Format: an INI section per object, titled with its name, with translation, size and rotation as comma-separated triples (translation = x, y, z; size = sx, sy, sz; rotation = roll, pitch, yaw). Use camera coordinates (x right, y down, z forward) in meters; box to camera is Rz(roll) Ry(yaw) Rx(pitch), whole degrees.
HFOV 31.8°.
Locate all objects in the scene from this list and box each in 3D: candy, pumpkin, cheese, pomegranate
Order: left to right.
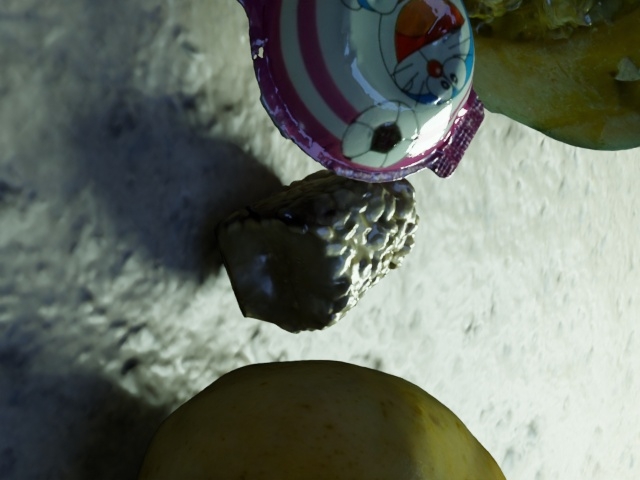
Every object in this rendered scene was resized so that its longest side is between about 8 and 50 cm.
[candy]
translation = 0.000, 0.000, 0.644
size = 0.110, 0.095, 0.085
rotation = -41, 126, -43
[pomegranate]
translation = 0.000, 0.174, 0.595
size = 0.233, 0.233, 0.233
rotation = -18, 114, -47
[cheese]
translation = 0.004, -0.129, 0.603
size = 0.244, 0.062, 0.155
rotation = 43, 64, -23
[pumpkin]
translation = 0.181, -0.217, 0.661
size = 0.263, 0.293, 0.197
rotation = 39, 60, -5
